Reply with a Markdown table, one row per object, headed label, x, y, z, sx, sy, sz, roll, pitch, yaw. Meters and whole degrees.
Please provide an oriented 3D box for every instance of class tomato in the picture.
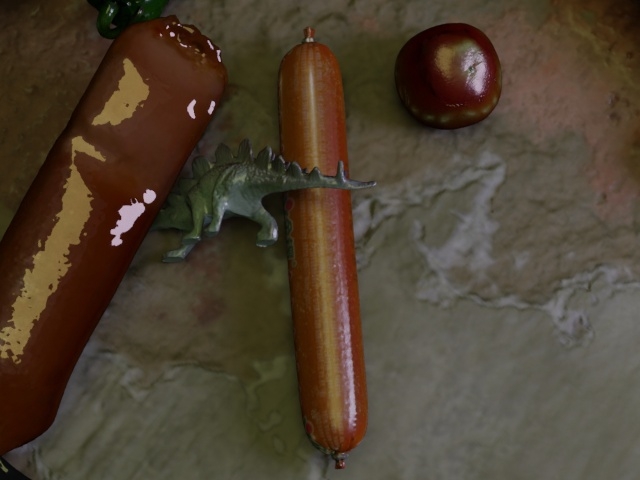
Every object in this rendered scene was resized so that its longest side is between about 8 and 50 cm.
| label | x | y | z | sx | sy | sz | roll | pitch | yaw |
| --- | --- | --- | --- | --- | --- | --- | --- | --- | --- |
| tomato | 0.101 | -0.129 | 1.110 | 0.087 | 0.075 | 0.087 | 1 | 78 | -4 |

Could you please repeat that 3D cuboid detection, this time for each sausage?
| label | x | y | z | sx | sy | sz | roll | pitch | yaw |
| --- | --- | --- | --- | --- | --- | --- | --- | --- | --- |
| sausage | -0.179 | -0.007 | 1.053 | 0.097 | 0.094 | 0.348 | 30 | 81 | -16 |
| sausage | 0.000 | 0.000 | 1.085 | 0.053 | 0.053 | 0.347 | -4 | 76 | -2 |

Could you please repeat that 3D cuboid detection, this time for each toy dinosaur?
| label | x | y | z | sx | sy | sz | roll | pitch | yaw |
| --- | --- | --- | --- | --- | --- | --- | --- | --- | --- |
| toy dinosaur | -0.057 | -0.036 | 1.071 | 0.209 | 0.039 | 0.082 | -8 | 68 | 25 |

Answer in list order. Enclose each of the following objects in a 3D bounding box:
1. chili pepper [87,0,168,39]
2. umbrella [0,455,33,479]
| label | x | y | z | sx | sy | sz | roll | pitch | yaw |
| --- | --- | --- | --- | --- | --- | --- | --- | --- | --- |
| chili pepper | -0.114 | -0.258 | 1.137 | 0.100 | 0.074 | 0.257 | 25 | 70 | 23 |
| umbrella | -0.151 | 0.241 | 0.977 | 0.340 | 0.118 | 0.118 | 43 | 78 | 0 |
